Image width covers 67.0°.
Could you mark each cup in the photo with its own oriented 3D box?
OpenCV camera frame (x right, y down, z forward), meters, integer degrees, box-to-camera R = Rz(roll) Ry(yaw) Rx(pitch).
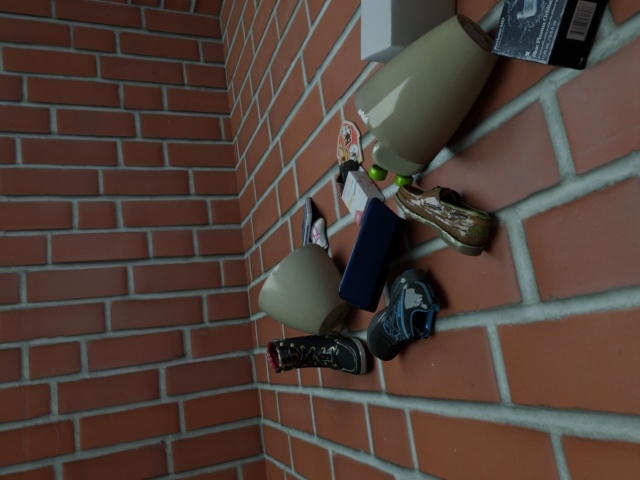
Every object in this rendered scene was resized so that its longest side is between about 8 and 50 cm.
[{"bbox_3d":[-0.029,0.213,1.792,0.237,0.331,0.331,41,135,25],"label":"cup"}]

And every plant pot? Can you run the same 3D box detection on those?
[{"bbox_3d":[0.259,-0.360,1.106,0.274,0.256,0.256,-45,50,41],"label":"plant pot"}]

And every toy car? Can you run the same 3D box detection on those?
[{"bbox_3d":[0.221,-0.264,1.369,0.188,0.149,0.155,-74,2,-57],"label":"toy car"}]

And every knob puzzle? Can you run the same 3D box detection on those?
[{"bbox_3d":[0.092,-0.342,1.741,0.213,0.030,0.213,177,90,-68],"label":"knob puzzle"}]

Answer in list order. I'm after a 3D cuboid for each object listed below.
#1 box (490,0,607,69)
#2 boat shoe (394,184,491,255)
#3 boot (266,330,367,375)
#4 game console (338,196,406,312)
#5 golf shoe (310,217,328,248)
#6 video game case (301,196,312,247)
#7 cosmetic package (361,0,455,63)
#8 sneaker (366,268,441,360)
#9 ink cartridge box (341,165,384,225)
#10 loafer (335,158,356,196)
[{"bbox_3d":[0.414,-0.406,0.882,0.158,0.093,0.156,-128,41,-56],"label":"box"},{"bbox_3d":[0.302,-0.082,1.188,0.307,0.110,0.104,44,129,46],"label":"boat shoe"},{"bbox_3d":[-0.020,0.418,1.762,0.377,0.284,0.138,-171,79,-68],"label":"boot"},{"bbox_3d":[0.118,0.043,1.413,0.250,0.173,0.293,-2,65,68],"label":"game console"},{"bbox_3d":[0.000,0.000,1.978,0.086,0.067,0.186,13,95,25],"label":"golf shoe"},{"bbox_3d":[-0.060,-0.062,2.068,0.212,0.023,0.193,-99,15,-65],"label":"video game case"},{"bbox_3d":[0.215,-0.638,1.200,0.155,0.197,0.366,-170,76,-66],"label":"cosmetic package"},{"bbox_3d":[0.228,0.243,1.361,0.140,0.125,0.341,-119,33,-44],"label":"sneaker"},{"bbox_3d":[0.131,-0.154,1.620,0.198,0.067,0.115,-116,32,-45],"label":"ink cartridge box"},{"bbox_3d":[0.081,-0.216,1.720,0.170,0.061,0.062,96,152,-48],"label":"loafer"}]
